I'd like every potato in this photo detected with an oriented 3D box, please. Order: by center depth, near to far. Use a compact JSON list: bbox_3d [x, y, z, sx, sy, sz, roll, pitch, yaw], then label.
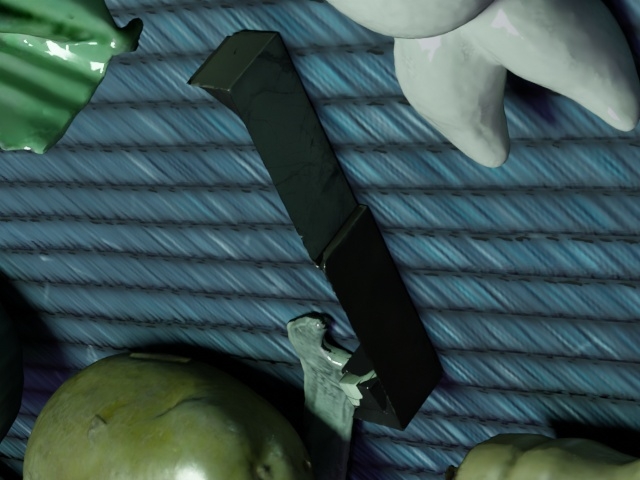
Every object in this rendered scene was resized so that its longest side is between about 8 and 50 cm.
[{"bbox_3d":[-0.100,0.164,1.238,0.235,0.160,0.178,-13,122,45],"label":"potato"}]

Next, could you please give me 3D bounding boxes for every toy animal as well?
[{"bbox_3d":[0.050,-0.123,0.796,0.103,0.131,0.221,-23,150,20],"label":"toy animal"}]

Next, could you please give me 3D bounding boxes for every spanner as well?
[{"bbox_3d":[0.002,0.141,1.242,0.071,0.017,0.302,28,148,15],"label":"spanner"}]

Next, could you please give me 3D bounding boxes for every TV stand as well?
[{"bbox_3d":[0.000,0.000,1.028,0.040,0.049,0.256,10,140,38],"label":"TV stand"}]

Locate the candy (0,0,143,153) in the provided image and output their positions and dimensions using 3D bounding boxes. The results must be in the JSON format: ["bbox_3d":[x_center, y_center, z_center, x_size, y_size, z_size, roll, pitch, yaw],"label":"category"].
[{"bbox_3d":[-0.223,-0.248,0.788,0.263,0.172,0.398,14,139,22],"label":"candy"}]

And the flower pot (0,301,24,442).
[{"bbox_3d":[-0.323,0.069,1.338,0.243,0.157,0.189,39,148,-2],"label":"flower pot"}]

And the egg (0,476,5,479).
[{"bbox_3d":[-0.326,0.299,1.578,0.371,0.230,0.230,37,149,-8],"label":"egg"}]

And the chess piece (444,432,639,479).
[{"bbox_3d":[0.219,0.153,0.968,0.301,0.137,0.137,-9,128,36],"label":"chess piece"}]
